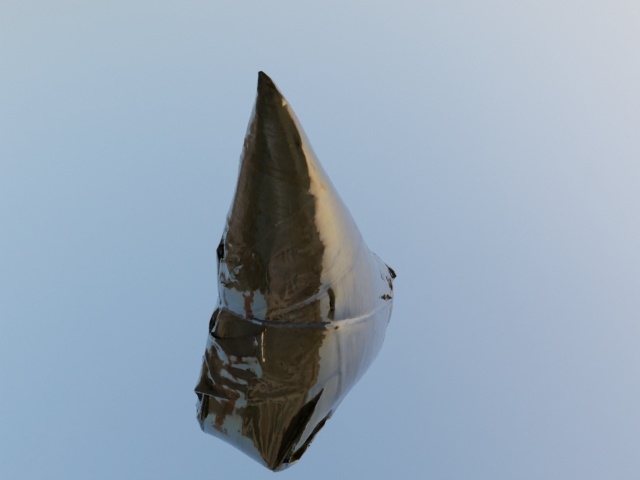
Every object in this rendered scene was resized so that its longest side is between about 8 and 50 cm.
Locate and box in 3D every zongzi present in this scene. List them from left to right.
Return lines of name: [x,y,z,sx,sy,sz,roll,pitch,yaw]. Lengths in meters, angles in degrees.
zongzi: [0.000,0.000,0.572,0.159,0.361,0.323,11,-158,19]
